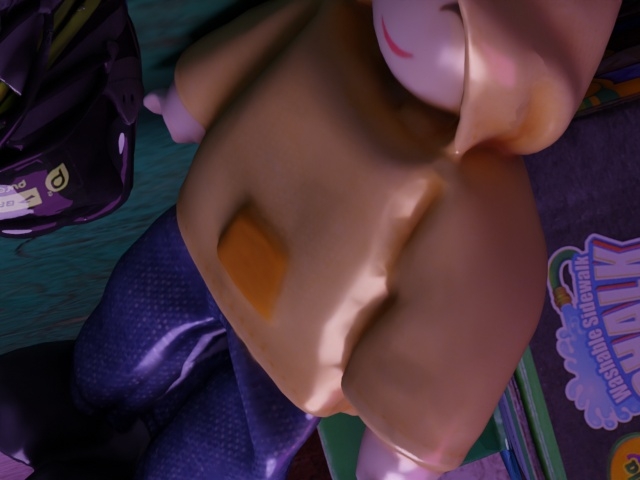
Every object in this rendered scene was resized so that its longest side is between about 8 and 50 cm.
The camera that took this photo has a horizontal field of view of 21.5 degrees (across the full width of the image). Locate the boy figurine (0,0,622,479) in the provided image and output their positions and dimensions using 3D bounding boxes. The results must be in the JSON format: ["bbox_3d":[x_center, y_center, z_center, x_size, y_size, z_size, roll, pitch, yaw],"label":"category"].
[{"bbox_3d":[0.000,0.000,0.502,0.092,0.177,0.285,1,143,-39],"label":"boy figurine"}]

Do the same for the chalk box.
[{"bbox_3d":[0.133,0.011,0.624,0.289,0.180,0.179,-16,-168,1],"label":"chalk box"}]

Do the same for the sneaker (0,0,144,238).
[{"bbox_3d":[-0.071,-0.043,0.380,0.067,0.078,0.188,-18,170,2],"label":"sneaker"}]
